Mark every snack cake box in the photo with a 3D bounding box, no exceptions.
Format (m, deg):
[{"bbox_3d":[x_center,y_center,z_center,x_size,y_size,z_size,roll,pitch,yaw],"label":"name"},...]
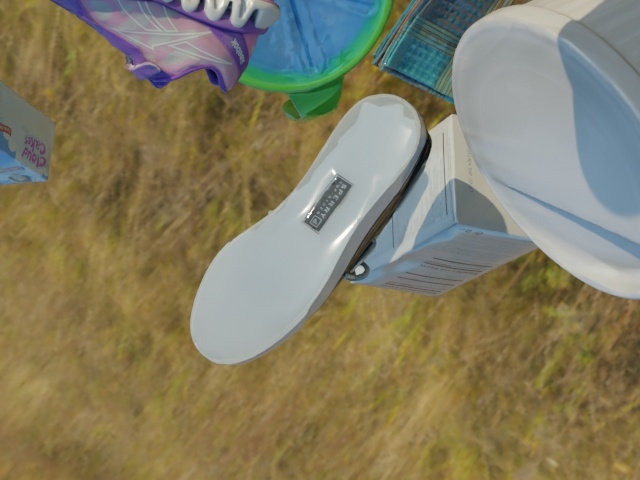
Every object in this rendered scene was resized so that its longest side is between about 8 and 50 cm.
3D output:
[{"bbox_3d":[-0.495,-0.130,1.319,0.264,0.089,0.152,-3,161,16],"label":"snack cake box"}]

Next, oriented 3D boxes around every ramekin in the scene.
[{"bbox_3d":[0.243,-0.094,0.869,0.273,0.127,0.273,50,163,21],"label":"ramekin"}]

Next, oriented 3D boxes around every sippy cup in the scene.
[{"bbox_3d":[-0.056,-0.305,1.184,0.240,0.306,0.224,15,-164,-19],"label":"sippy cup"}]

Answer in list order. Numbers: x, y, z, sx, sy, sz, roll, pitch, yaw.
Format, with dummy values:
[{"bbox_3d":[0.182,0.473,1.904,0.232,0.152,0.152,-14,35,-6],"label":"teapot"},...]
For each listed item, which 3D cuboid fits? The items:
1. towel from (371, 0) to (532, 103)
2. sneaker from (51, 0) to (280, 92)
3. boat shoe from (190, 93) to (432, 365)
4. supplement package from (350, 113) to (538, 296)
[{"bbox_3d":[0.302,-0.351,1.811,0.370,0.271,0.040,19,-153,-34],"label":"towel"},{"bbox_3d":[-0.154,-0.187,0.892,0.236,0.105,0.095,10,-160,-27],"label":"sneaker"},{"bbox_3d":[-0.003,-0.003,1.007,0.113,0.306,0.105,34,179,23],"label":"boat shoe"},{"bbox_3d":[0.149,-0.034,1.263,0.133,0.139,0.244,10,158,-25],"label":"supplement package"}]
